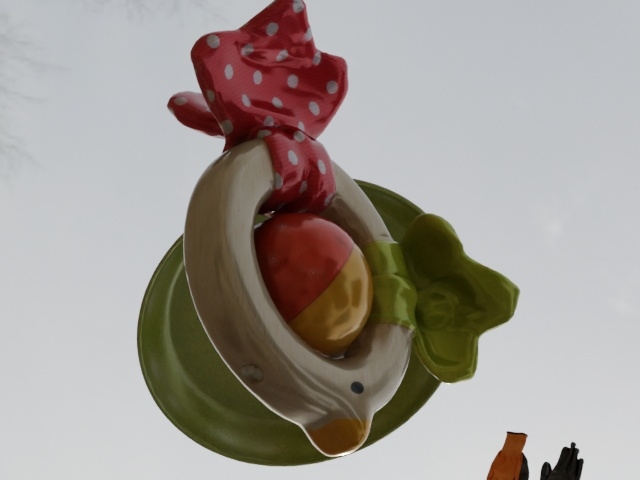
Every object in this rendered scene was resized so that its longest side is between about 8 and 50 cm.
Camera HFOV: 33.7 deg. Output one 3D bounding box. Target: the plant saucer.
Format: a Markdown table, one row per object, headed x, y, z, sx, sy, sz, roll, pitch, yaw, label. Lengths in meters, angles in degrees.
| x | y | z | sx | sy | sz | roll | pitch | yaw | label |
| --- | --- | --- | --- | --- | --- | --- | --- | --- | --- |
| -0.013 | 0.057 | 0.772 | 0.037 | 0.240 | 0.241 | -116 | -136 | -61 | plant saucer |

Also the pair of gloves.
| x | y | z | sx | sy | sz | roll | pitch | yaw | label |
| --- | --- | --- | --- | --- | --- | --- | --- | --- | --- |
| 0.177 | 0.198 | 0.884 | 0.083 | 0.010 | 0.074 | 5 | -117 | 41 | pair of gloves |

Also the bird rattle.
| x | y | z | sx | sy | sz | roll | pitch | yaw | label |
| --- | --- | --- | --- | --- | --- | --- | --- | --- | --- |
| 0.000 | 0.000 | 0.595 | 0.143 | 0.207 | 0.254 | -18 | -65 | 28 | bird rattle |
